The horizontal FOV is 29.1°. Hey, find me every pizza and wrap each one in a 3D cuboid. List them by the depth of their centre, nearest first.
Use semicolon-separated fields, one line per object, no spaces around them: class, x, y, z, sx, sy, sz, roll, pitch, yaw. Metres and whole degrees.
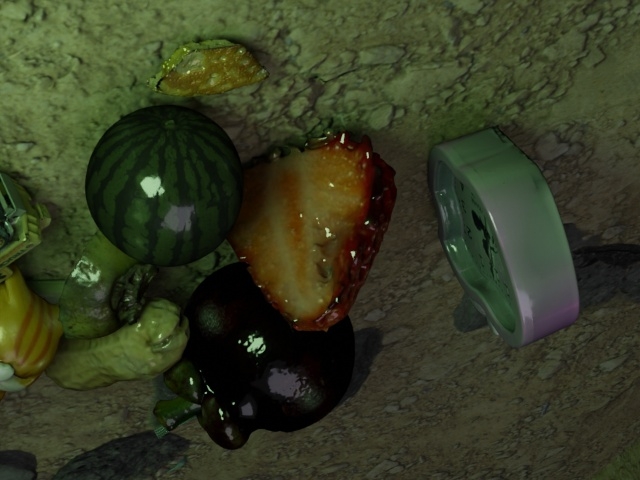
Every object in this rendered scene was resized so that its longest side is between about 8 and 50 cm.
pizza;-0.140;-0.221;1.563;0.160;0.036;0.099;-12;148;-19

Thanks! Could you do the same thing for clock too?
clock;0.276;-0.001;1.896;0.102;0.338;0.338;-20;149;-9

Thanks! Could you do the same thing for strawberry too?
strawberry;0.011;-0.014;1.766;0.253;0.280;0.150;-35;151;2

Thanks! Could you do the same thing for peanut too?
peanut;-0.315;0.160;1.902;0.290;0.130;0.130;-13;160;39

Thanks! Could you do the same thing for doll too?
doll;-0.486;0.169;1.742;0.269;0.162;0.166;-30;144;15

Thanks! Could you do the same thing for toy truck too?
toy truck;-0.484;0.020;1.631;0.272;0.124;0.157;-36;157;14

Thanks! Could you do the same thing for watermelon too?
watermelon;-0.200;-0.072;1.589;0.212;0.212;0.212;-17;148;-11

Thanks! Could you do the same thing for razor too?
razor;-0.227;0.325;2.346;0.191;0.037;0.068;-25;107;9

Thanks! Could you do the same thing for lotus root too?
lotus root;-0.283;0.057;1.757;0.203;0.078;0.183;-55;163;-33

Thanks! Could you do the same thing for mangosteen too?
mangosteen;-0.092;0.182;1.947;0.297;0.313;0.297;15;136;15

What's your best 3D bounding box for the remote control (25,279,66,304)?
remote control;-0.481;0.094;1.824;0.233;0.038;0.098;2;140;-34
